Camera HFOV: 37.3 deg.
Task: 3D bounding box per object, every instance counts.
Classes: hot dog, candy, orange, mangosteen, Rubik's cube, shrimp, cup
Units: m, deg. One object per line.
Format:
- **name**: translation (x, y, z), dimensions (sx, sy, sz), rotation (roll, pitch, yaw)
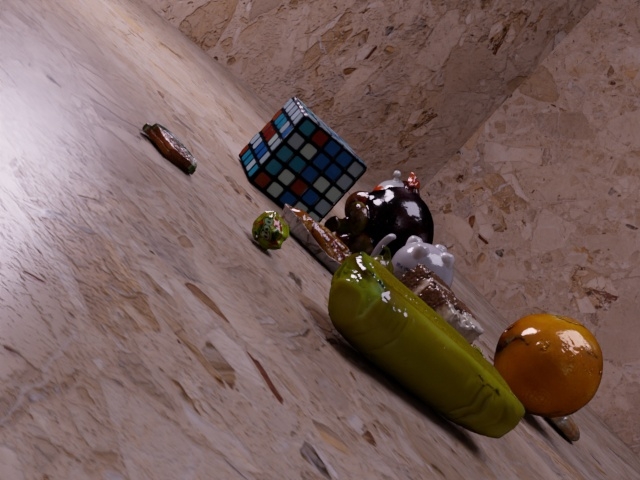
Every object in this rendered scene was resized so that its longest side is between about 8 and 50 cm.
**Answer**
- **hot dog**: translation (0.000, 0.000, 1.782), dimensions (0.192, 0.053, 0.099), rotation (45, 4, 0)
- **candy**: translation (-0.074, -0.011, 1.532), dimensions (0.058, 0.062, 0.194), rotation (-1, -3, 3)
- **orange**: translation (0.522, 0.282, 2.174), dimensions (0.246, 0.246, 0.246), rotation (42, 8, -7)
- **mangosteen**: translation (0.124, -0.023, 2.089), dimensions (0.250, 0.211, 0.211), rotation (6, 22, -19)
- **Rubik's cube**: translation (-0.040, -0.165, 1.989), dimensions (0.184, 0.182, 0.187), rotation (39, 9, -22)
- **shrimp**: translation (0.583, 0.407, 2.472), dimensions (0.168, 0.077, 0.317), rotation (50, 8, -31)
- **cup**: translation (0.192, 0.067, 1.933), dimensions (0.134, 0.142, 0.173), rotation (14, 14, -27)

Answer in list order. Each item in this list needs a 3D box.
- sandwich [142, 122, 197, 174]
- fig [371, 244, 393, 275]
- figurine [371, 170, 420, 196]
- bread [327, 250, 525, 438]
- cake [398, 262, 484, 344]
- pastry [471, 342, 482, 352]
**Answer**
- **sandwich**: translation (-0.233, -0.145, 1.498), dimensions (0.101, 0.026, 0.069), rotation (47, 8, 23)
- **fig**: translation (0.113, 0.059, 1.858), dimensions (0.084, 0.098, 0.082), rotation (35, 9, -40)
- **figurine**: translation (0.166, -0.074, 2.363), dimensions (0.160, 0.226, 0.183), rotation (42, 8, 3)
- **bread**: translation (0.151, 0.169, 1.416), dimensions (0.383, 0.112, 0.166), rotation (40, 10, -28)
- **cake**: translation (0.200, 0.145, 1.749), dimensions (0.135, 0.134, 0.147), rotation (35, 21, -45)
- **pastry**: translation (0.268, 0.205, 1.981), dimensions (0.169, 0.063, 0.087), rotation (41, 12, -4)
